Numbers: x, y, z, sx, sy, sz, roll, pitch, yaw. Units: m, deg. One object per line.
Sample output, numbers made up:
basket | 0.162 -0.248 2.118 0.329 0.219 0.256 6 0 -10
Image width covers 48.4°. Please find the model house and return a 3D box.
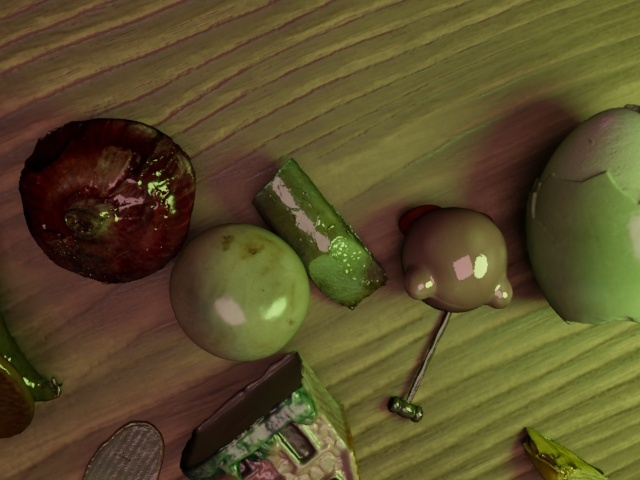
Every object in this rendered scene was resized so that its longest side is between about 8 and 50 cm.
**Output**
model house | -0.051 0.344 1.094 0.237 0.202 0.237 -39 100 -2

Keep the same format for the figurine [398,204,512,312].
figurine | 0.210 0.032 1.113 0.173 0.173 0.173 -1 97 -8

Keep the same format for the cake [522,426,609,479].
cake | 0.419 0.402 1.257 0.185 0.116 0.079 23 99 -42

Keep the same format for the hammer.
hammer | 0.199 0.167 1.202 0.058 0.029 0.292 25 91 -12

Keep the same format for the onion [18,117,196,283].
onion | -0.298 -0.055 1.001 0.252 0.219 0.252 0 102 1

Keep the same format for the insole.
insole | -0.363 0.448 1.158 0.119 0.009 0.348 33 91 -12

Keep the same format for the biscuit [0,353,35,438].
biscuit | -0.529 0.195 1.021 0.262 0.037 0.262 9 132 11

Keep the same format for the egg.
egg | 0.455 -0.035 1.086 0.278 0.278 0.336 -7 93 -8

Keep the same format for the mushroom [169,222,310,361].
mushroom | -0.126 0.087 1.061 0.207 0.215 0.207 10 59 -16

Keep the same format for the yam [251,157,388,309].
yam | 0.000 0.000 1.114 0.106 0.106 0.259 -40 99 -2

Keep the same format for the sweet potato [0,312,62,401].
sweet potato | -0.525 0.078 1.036 0.131 0.130 0.422 -23 107 -5
